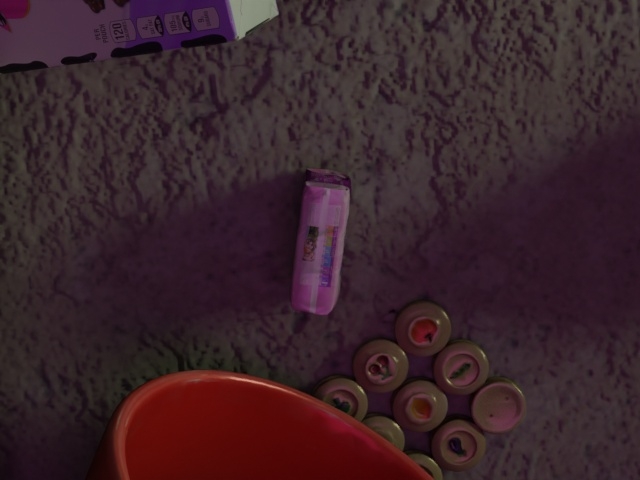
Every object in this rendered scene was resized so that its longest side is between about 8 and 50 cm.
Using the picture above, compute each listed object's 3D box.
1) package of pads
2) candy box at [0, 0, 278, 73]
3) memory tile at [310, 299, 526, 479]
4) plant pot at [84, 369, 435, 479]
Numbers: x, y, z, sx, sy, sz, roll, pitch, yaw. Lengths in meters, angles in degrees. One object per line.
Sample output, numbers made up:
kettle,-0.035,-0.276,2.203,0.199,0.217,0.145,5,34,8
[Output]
package of pads,0.000,0.000,1.156,0.032,0.050,0.083,6,105,-1
candy box,-0.139,-0.185,1.047,0.196,0.070,0.165,-6,108,23
memory tile,0.050,0.119,1.212,0.148,0.012,0.113,-42,105,6
plant pot,-0.058,0.253,1.121,0.275,0.275,0.243,29,115,-12
